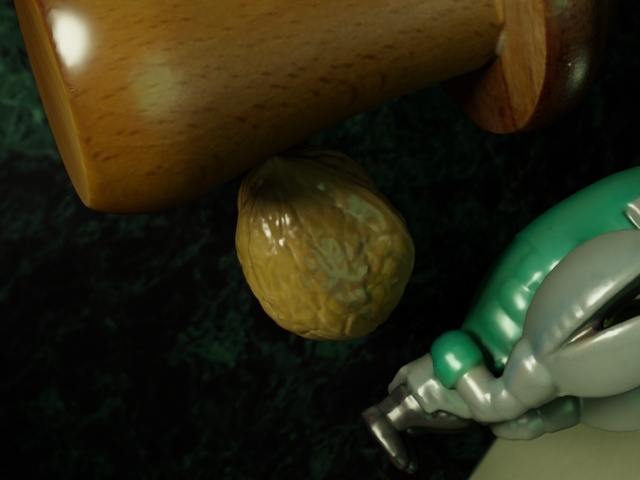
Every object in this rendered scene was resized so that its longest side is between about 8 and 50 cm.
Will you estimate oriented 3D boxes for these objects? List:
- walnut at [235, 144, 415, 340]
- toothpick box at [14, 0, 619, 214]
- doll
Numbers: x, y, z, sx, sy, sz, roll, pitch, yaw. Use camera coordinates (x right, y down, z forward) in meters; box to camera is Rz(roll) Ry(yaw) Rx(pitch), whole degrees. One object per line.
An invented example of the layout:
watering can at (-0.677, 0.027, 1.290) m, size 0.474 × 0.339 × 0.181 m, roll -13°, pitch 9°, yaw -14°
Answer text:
walnut at (0.000, 0.000, 0.803) m, size 0.105 × 0.105 × 0.124 m, roll -37°, pitch 125°, yaw -8°
toothpick box at (0.004, -0.121, 0.699) m, size 0.294 × 0.192 × 0.192 m, roll -18°, pitch 121°, yaw -13°
doll at (0.165, 0.069, 0.913) m, size 0.258 × 0.153 × 0.195 m, roll -48°, pitch 160°, yaw 29°
